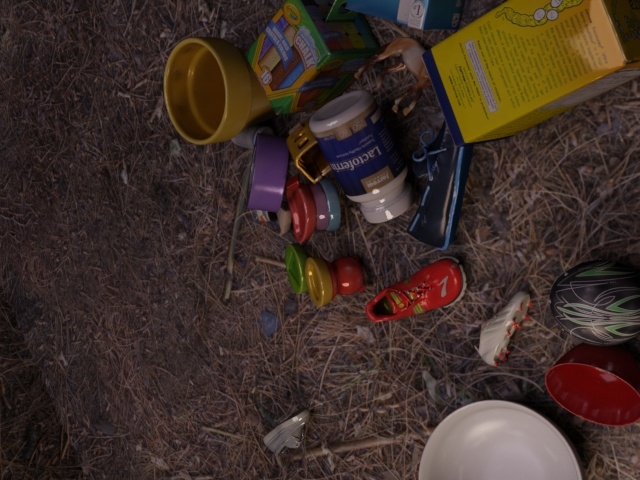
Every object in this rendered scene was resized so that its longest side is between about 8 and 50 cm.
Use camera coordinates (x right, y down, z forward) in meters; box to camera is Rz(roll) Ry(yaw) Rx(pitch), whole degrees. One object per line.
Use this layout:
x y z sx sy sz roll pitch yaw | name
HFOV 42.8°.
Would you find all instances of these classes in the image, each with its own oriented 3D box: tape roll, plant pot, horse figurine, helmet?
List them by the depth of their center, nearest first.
0.508 0.113 1.479 0.169 0.161 0.170 14 110 42 | helmet
0.185 -0.359 1.716 0.174 0.066 0.263 -45 49 0 | horse figurine
-0.131 -0.167 2.019 0.189 0.080 0.189 -171 90 -82 | tape roll
-0.220 -0.375 2.026 0.254 0.239 0.254 14 110 43 | plant pot

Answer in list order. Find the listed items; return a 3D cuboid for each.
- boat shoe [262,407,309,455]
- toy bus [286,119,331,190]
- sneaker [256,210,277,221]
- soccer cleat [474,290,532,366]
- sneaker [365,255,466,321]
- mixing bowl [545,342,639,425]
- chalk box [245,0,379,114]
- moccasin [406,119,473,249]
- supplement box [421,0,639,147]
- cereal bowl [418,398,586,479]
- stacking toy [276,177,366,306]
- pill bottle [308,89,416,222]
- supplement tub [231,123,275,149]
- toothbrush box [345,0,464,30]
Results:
-0.079 0.532 2.251 0.081 0.079 0.227 52 137 10 | boat shoe
-0.026 -0.225 1.894 0.202 0.191 0.104 -9 138 46 | toy bus
-0.160 -0.127 2.161 0.075 0.057 0.161 -3 101 40 | sneaker
0.375 0.176 1.702 0.076 0.068 0.196 42 130 34 | soccer cleat
0.208 0.125 1.815 0.279 0.118 0.107 -35 76 44 | sneaker
0.523 0.253 1.526 0.181 0.098 0.181 23 144 18 | mixing bowl
-0.001 -0.440 1.832 0.289 0.180 0.179 -40 72 45 | chalk box
0.240 -0.142 1.685 0.116 0.137 0.342 15 112 18 | moccasin
0.394 -0.328 1.454 0.356 0.194 0.195 -24 84 45 | supplement box
0.382 0.502 1.682 0.338 0.141 0.339 -9 71 27 | cereal bowl
0.000 0.000 2.038 0.279 0.130 0.309 171 88 -72 | stacking toy
0.097 -0.178 1.770 0.153 0.153 0.265 -6 123 46 | pill bottle
-0.176 -0.272 2.130 0.107 0.071 0.071 21 115 39 | supplement tub
0.189 -0.591 1.640 0.216 0.126 0.296 29 119 37 | toothbrush box
